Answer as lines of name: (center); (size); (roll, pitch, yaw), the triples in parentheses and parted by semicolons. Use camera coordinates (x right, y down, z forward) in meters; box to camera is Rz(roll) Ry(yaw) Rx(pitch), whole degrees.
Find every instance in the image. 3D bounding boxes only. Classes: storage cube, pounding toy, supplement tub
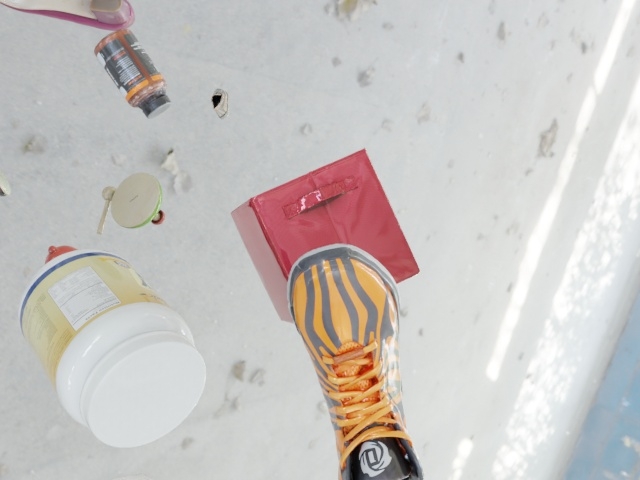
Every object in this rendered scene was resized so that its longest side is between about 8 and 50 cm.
storage cube: (0.000, 0.000, 0.907); (0.184, 0.215, 0.193); (-26, 93, -17)
pounding toy: (-0.574, -0.104, 1.936); (0.110, 0.237, 0.183); (39, 44, -60)
supplement tub: (-0.436, -0.389, 1.449); (0.106, 0.106, 0.198); (-37, 96, -30)
supplement tub: (-0.355, 0.174, 1.044); (0.228, 0.316, 0.228); (-23, 128, -32)

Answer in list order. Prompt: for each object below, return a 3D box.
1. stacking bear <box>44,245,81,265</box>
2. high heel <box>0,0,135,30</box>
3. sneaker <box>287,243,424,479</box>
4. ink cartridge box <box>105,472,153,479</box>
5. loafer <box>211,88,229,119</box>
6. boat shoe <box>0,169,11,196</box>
stacking bear: (-0.728, 0.131, 1.753); (0.164, 0.175, 0.289); (-45, 164, -47)
high heel: (-0.674, -0.610, 1.569); (0.181, 0.377, 0.127); (-158, -98, -83)
sneaker: (0.053, 0.163, 0.662); (0.125, 0.180, 0.321); (-17, 128, 4)
ink cartridge box: (-0.173, 0.257, 0.442); (0.218, 0.159, 0.092); (15, 92, -57)
loafer: (-0.262, -0.361, 1.581); (0.045, 0.125, 0.039); (-36, 133, 17)
boat shoe: (-0.627, -0.135, 1.134); (0.043, 0.049, 0.137); (-34, 100, -5)
